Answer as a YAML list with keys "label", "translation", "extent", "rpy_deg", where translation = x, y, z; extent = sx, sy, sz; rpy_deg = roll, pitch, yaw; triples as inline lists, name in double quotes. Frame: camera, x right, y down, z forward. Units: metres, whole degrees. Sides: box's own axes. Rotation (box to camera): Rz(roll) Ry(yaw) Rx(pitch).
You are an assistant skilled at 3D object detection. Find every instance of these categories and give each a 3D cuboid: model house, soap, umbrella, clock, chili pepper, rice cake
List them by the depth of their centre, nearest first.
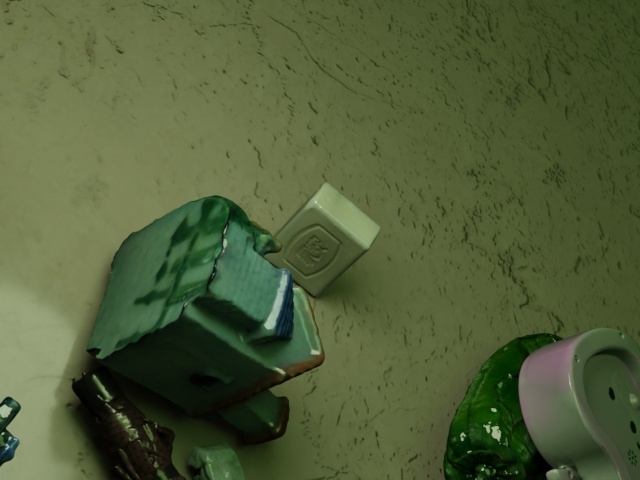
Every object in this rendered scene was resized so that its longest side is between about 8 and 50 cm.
- label: "umbrella"
  translation: [-0.238, 0.317, 1.771]
  extent: [0.326, 0.094, 0.090]
  rpy_deg: [54, 22, 7]
- label: "rice cake"
  translation: [-0.103, 0.442, 1.797]
  extent: [0.066, 0.063, 0.336]
  rpy_deg: [-5, 63, -43]
- label: "model house"
  translation: [-0.118, 0.132, 1.839]
  extent: [0.329, 0.295, 0.252]
  rpy_deg: [42, 41, -26]
- label: "clock"
  translation: [0.451, 0.299, 2.027]
  extent: [0.338, 0.102, 0.338]
  rpy_deg: [29, 47, -38]
- label: "soap"
  translation: [0.000, 0.000, 2.053]
  extent: [0.121, 0.183, 0.064]
  rpy_deg: [40, 49, -5]
- label: "chili pepper"
  translation: [0.312, 0.294, 2.086]
  extent: [0.213, 0.167, 0.385]
  rpy_deg: [60, 36, -7]

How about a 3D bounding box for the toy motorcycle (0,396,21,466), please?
- label: "toy motorcycle"
  translation: [-0.450, 0.330, 1.484]
  extent: [0.182, 0.319, 0.241]
  rpy_deg: [20, 46, -24]
